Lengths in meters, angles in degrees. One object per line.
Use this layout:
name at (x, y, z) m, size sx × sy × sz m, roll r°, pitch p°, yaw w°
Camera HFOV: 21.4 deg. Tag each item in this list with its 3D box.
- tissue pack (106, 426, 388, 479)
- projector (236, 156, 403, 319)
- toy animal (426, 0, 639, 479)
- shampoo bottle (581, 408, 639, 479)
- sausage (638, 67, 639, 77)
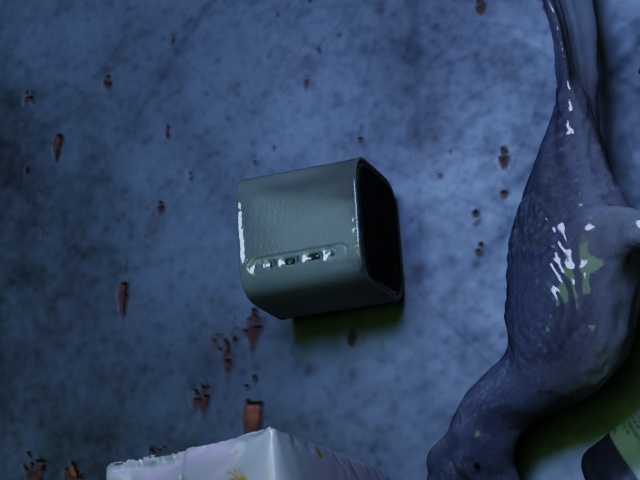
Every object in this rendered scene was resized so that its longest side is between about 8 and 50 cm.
tissue pack at (-0.024, 0.237, 0.958) m, size 0.124 × 0.185 × 0.225 m, roll -14°, pitch 70°, yaw 22°
projector at (0.000, 0.000, 1.070) m, size 0.082 × 0.083 × 0.083 m, roll -10°, pitch 72°, yaw 19°
toy animal at (0.165, -0.002, 0.979) m, size 0.206 × 0.081 × 0.367 m, roll 10°, pitch 87°, yaw 43°
shampoo bottle at (0.280, 0.075, 0.925) m, size 0.284 × 0.101 × 0.101 m, roll -39°, pitch 65°, yaw 8°
sausage at (0.227, -0.043, 1.015) m, size 0.047 × 0.040 × 0.177 m, roll -4°, pitch 69°, yaw -21°
